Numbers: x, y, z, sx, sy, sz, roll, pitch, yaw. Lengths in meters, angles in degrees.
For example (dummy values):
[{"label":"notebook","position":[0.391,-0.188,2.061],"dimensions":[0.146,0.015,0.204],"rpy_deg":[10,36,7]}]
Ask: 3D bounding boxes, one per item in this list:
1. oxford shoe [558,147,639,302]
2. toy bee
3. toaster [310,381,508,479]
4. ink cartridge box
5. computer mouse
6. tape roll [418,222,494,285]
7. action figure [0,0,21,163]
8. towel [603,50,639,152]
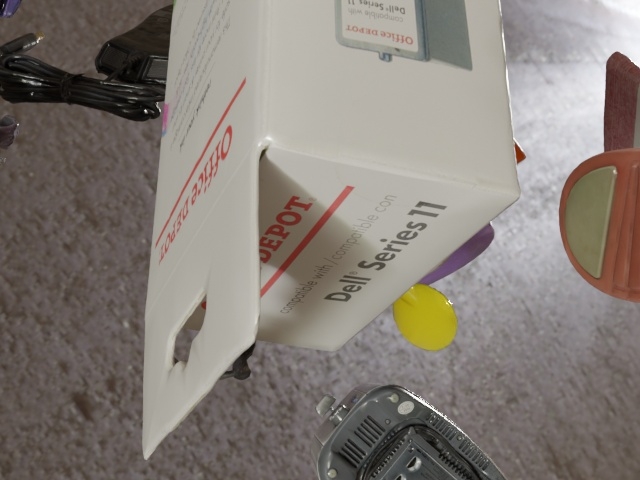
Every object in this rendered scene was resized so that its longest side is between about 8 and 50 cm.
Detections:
[{"label":"oxford shoe","position":[0.343,-0.012,0.604],"dimensions":[0.146,0.397,0.140],"rpy_deg":[-11,106,-34]},{"label":"toy bee","position":[0.000,0.000,0.717],"dimensions":[0.298,0.162,0.195],"rpy_deg":[-10,76,-21]},{"label":"toaster","position":[0.090,0.233,0.959],"dimensions":[0.227,0.129,0.146],"rpy_deg":[41,-7,-6]},{"label":"ink cartridge box","position":[-0.006,-0.077,0.503],"dimensions":[0.119,0.207,0.353],"rpy_deg":[10,62,-19]},{"label":"computer mouse","position":[-0.181,-0.164,0.903],"dimensions":[0.184,0.060,0.262],"rpy_deg":[12,32,13]},{"label":"tape roll","position":[0.018,0.000,0.912],"dimensions":[0.275,0.275,0.090],"rpy_deg":[8,61,-57]},{"label":"action figure","position":[-0.261,-0.115,0.659],"dimensions":[0.185,0.285,0.099],"rpy_deg":[25,3,37]},{"label":"towel","position":[0.497,-0.084,1.274],"dimensions":[0.329,0.037,0.237],"rpy_deg":[47,-13,35]}]
